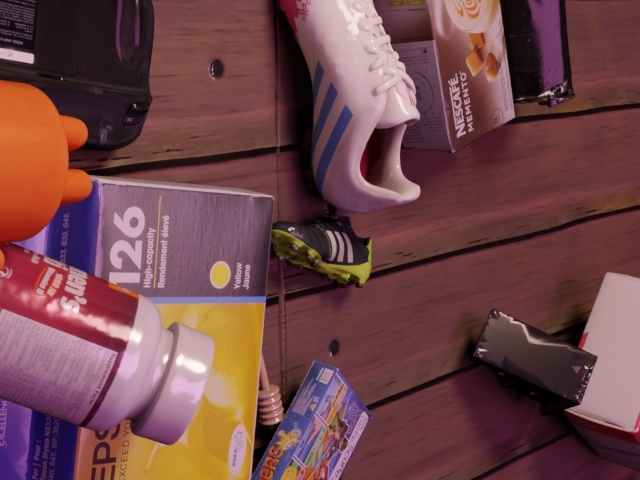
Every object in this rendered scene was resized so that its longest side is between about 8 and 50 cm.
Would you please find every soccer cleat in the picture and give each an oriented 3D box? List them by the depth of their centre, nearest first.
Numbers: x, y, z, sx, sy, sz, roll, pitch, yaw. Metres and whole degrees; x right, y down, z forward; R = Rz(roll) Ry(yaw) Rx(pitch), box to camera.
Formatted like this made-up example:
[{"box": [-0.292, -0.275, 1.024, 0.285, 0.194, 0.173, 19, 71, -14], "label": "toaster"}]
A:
[{"box": [0.046, -0.189, 1.184, 0.116, 0.143, 0.331, -24, 113, -42], "label": "soccer cleat"}, {"box": [0.000, 0.000, 1.237, 0.179, 0.060, 0.072, 28, 67, -52], "label": "soccer cleat"}]

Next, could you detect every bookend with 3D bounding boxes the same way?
[{"box": [0.275, 0.171, 1.526, 0.157, 0.156, 0.072, 25, 74, -1], "label": "bookend"}]

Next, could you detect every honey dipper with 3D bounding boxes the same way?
[{"box": [-0.069, 0.124, 1.201, 0.030, 0.030, 0.160, -28, 114, -41], "label": "honey dipper"}]

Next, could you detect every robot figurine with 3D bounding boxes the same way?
[{"box": [-0.277, -0.062, 0.813, 0.219, 0.128, 0.158, -1, 122, -48], "label": "robot figurine"}]

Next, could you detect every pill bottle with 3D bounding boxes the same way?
[{"box": [-0.208, 0.086, 0.918, 0.221, 0.121, 0.121, 23, 78, -17], "label": "pill bottle"}]

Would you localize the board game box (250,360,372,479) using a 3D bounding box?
[{"box": [-0.017, 0.254, 1.248, 0.201, 0.035, 0.136, -60, 148, -21], "label": "board game box"}]

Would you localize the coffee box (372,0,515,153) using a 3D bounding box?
[{"box": [0.140, -0.242, 1.307, 0.141, 0.098, 0.246, -29, 117, -40], "label": "coffee box"}]

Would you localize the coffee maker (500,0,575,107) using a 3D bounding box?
[{"box": [0.264, -0.268, 1.382, 0.120, 0.171, 0.178, -17, 108, -26], "label": "coffee maker"}]

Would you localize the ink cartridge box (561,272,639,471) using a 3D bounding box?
[{"box": [0.484, 0.213, 1.684, 0.226, 0.131, 0.306, -66, 149, -15], "label": "ink cartridge box"}]

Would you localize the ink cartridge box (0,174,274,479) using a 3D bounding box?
[{"box": [-0.181, 0.093, 1.050, 0.307, 0.072, 0.303, 2, 96, -48], "label": "ink cartridge box"}]

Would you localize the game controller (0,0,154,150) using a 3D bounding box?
[{"box": [-0.270, -0.169, 0.921, 0.319, 0.067, 0.166, 4, 84, -47], "label": "game controller"}]
